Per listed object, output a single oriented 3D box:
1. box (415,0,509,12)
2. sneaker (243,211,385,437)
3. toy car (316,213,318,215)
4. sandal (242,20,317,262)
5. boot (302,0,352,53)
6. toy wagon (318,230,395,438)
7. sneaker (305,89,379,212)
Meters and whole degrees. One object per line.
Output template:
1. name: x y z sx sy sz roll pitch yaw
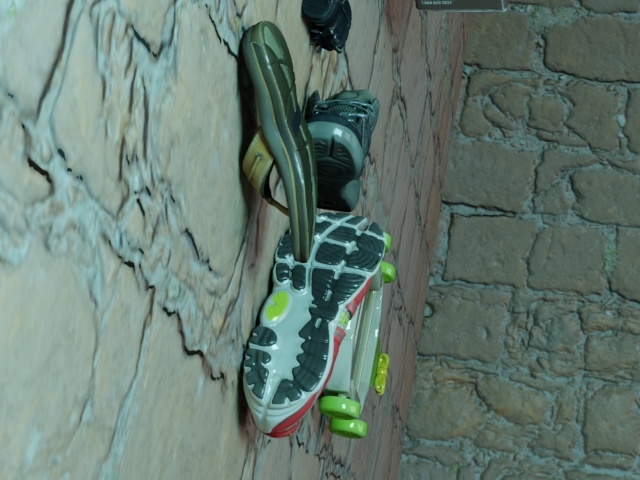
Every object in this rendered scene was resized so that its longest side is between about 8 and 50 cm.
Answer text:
1. box: 0.183 -0.512 1.434 0.381 0.143 0.191 76 28 -42
2. sneaker: -0.015 0.084 1.146 0.118 0.107 0.279 97 17 -51
3. toy car: 0.000 0.000 1.265 0.122 0.041 0.060 40 58 -77
4. sandal: -0.044 -0.083 0.960 0.090 0.060 0.219 -76 154 -59
5. boot: 0.016 -0.266 1.157 0.099 0.045 0.121 46 60 -73
6. toy wagon: 0.055 0.150 1.587 0.344 0.068 0.267 74 26 -66
7. sneaker: 0.011 -0.116 1.136 0.227 0.087 0.130 62 35 -77
